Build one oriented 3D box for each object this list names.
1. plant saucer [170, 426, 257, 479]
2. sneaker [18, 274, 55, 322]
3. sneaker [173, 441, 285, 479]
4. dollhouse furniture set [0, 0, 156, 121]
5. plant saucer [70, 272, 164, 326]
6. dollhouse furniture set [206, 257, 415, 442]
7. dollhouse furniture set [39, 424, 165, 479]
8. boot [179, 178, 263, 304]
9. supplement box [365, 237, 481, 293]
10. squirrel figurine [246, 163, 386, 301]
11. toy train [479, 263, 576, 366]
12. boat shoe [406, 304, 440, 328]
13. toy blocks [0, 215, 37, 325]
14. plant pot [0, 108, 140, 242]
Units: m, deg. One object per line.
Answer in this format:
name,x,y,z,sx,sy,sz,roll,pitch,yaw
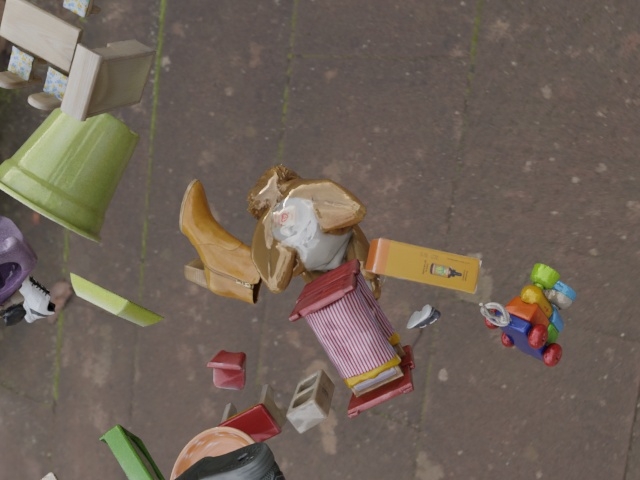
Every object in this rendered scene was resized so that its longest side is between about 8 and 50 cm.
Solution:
plant saucer,-0.158,0.405,1.169,0.200,0.037,0.200,-11,67,26
sneaker,-0.397,0.067,0.992,0.109,0.044,0.040,86,170,-45
sneaker,-0.124,0.361,0.993,0.227,0.087,0.130,-25,99,37
dollhouse furniture set,-0.414,-0.303,1.137,0.242,0.161,0.212,29,115,7
plant saucer,-0.506,0.154,1.772,0.188,0.188,0.045,22,79,22
dollhouse furniture set,-0.046,0.215,1.204,0.374,0.152,0.201,-30,100,16
dollhouse furniture set,-0.173,0.193,0.467,0.152,0.076,0.058,-40,58,-10
boot,-0.222,0.006,1.723,0.211,0.104,0.295,14,121,16
supplement box,0.220,0.055,1.546,0.233,0.080,0.078,12,85,-8
squirrel figurine,0.000,0.000,1.787,0.281,0.370,0.397,-49,49,4
toy train,0.348,0.099,1.198,0.105,0.248,0.143,23,77,42
boat shoe,0.248,0.190,1.740,0.038,0.046,0.125,26,148,-8
toy blocks,-0.397,-0.075,0.518,0.309,0.288,0.260,45,131,16
plant pot,-0.539,-0.173,1.588,0.276,0.276,0.254,29,84,27
